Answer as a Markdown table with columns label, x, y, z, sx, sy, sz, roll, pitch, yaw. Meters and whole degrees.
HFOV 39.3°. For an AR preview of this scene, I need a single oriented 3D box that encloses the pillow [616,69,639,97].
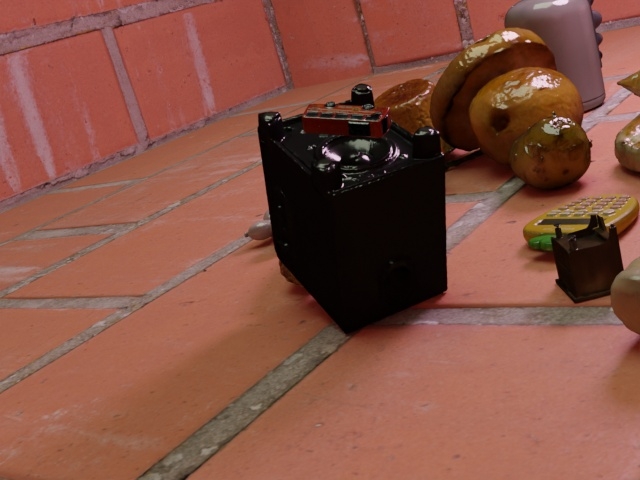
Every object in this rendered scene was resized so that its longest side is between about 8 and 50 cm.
| label | x | y | z | sx | sy | sz | roll | pitch | yaw |
| --- | --- | --- | --- | --- | --- | --- | --- | --- | --- |
| pillow | 0.700 | -0.258 | 1.433 | 0.310 | 0.119 | 0.312 | -22 | 29 | -13 |

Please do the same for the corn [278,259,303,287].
| label | x | y | z | sx | sy | sz | roll | pitch | yaw |
| --- | --- | --- | --- | --- | --- | --- | --- | --- | --- |
| corn | 0.000 | 0.000 | 1.507 | 0.098 | 0.098 | 0.290 | -9 | 21 | 21 |

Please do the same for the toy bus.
| label | x | y | z | sx | sy | sz | roll | pitch | yaw |
| --- | --- | --- | --- | --- | --- | --- | --- | --- | --- |
| toy bus | 0.033 | -0.152 | 1.137 | 0.110 | 0.031 | 0.043 | 6 | 38 | 19 |

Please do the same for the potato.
| label | x | y | z | sx | sy | sz | roll | pitch | yaw |
| --- | --- | --- | --- | --- | --- | --- | --- | --- | --- |
| potato | 0.407 | -0.152 | 1.594 | 0.137 | 0.137 | 0.176 | -15 | -4 | 0 |

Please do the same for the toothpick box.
| label | x | y | z | sx | sy | sz | roll | pitch | yaw |
| --- | --- | --- | --- | --- | --- | --- | --- | --- | --- |
| toothpick box | 0.570 | -0.468 | 2.161 | 0.228 | 0.317 | 0.229 | -13 | 16 | 4 |

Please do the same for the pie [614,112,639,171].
| label | x | y | z | sx | sy | sz | roll | pitch | yaw |
| --- | --- | --- | --- | --- | --- | --- | --- | --- | --- |
| pie | 0.673 | -0.184 | 1.534 | 0.338 | 0.077 | 0.339 | -13 | 23 | 6 |

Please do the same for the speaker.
| label | x | y | z | sx | sy | sz | roll | pitch | yaw |
| --- | --- | --- | --- | --- | --- | --- | --- | --- | --- |
| speaker | 0.041 | -0.049 | 1.238 | 0.184 | 0.254 | 0.232 | -21 | 37 | -20 |

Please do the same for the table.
| label | x | y | z | sx | sy | sz | roll | pitch | yaw |
| --- | --- | --- | --- | --- | --- | --- | --- | --- | --- |
| table | 0.335 | 0.020 | 1.132 | 0.070 | 0.082 | 0.083 | -14 | 15 | 2 |

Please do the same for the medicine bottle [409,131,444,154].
| label | x | y | z | sx | sy | sz | roll | pitch | yaw |
| --- | --- | --- | --- | --- | --- | --- | --- | --- | --- |
| medicine bottle | 0.148 | -0.166 | 1.825 | 0.149 | 0.112 | 0.222 | 8 | 3 | -29 |

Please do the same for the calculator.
| label | x | y | z | sx | sy | sz | roll | pitch | yaw |
| --- | --- | --- | --- | --- | --- | --- | --- | --- | --- |
| calculator | 0.387 | -0.025 | 1.335 | 0.146 | 0.032 | 0.234 | 0 | 20 | 44 |

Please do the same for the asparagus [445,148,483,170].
| label | x | y | z | sx | sy | sz | roll | pitch | yaw |
| --- | --- | --- | --- | --- | --- | --- | --- | --- | --- |
| asparagus | 0.332 | -0.186 | 1.962 | 0.232 | 0.022 | 0.023 | -21 | 45 | -26 |

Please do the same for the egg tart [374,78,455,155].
| label | x | y | z | sx | sy | sz | roll | pitch | yaw |
| --- | --- | --- | --- | --- | --- | --- | --- | --- | --- |
| egg tart | 0.216 | -0.264 | 2.066 | 0.215 | 0.171 | 0.215 | -21 | 27 | 11 |

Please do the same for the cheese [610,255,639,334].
| label | x | y | z | sx | sy | sz | roll | pitch | yaw |
| --- | --- | --- | --- | --- | --- | --- | --- | --- | --- |
| cheese | 0.442 | 0.053 | 0.906 | 0.262 | 0.093 | 0.159 | 3 | 27 | 45 |

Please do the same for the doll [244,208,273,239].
| label | x | y | z | sx | sy | sz | roll | pitch | yaw |
| --- | --- | --- | --- | --- | --- | --- | --- | --- | --- |
| doll | -0.063 | -0.029 | 1.725 | 0.161 | 0.059 | 0.160 | -20 | 16 | -15 |

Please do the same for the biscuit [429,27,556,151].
| label | x | y | z | sx | sy | sz | roll | pitch | yaw |
| --- | --- | --- | --- | --- | --- | --- | --- | --- | --- |
| biscuit | 0.362 | -0.324 | 1.915 | 0.296 | 0.296 | 0.102 | -20 | 54 | -17 |

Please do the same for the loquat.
| label | x | y | z | sx | sy | sz | roll | pitch | yaw |
| --- | --- | --- | --- | --- | --- | --- | --- | --- | --- |
| loquat | 0.407 | -0.247 | 1.773 | 0.238 | 0.193 | 0.238 | -11 | -3 | -1 |
